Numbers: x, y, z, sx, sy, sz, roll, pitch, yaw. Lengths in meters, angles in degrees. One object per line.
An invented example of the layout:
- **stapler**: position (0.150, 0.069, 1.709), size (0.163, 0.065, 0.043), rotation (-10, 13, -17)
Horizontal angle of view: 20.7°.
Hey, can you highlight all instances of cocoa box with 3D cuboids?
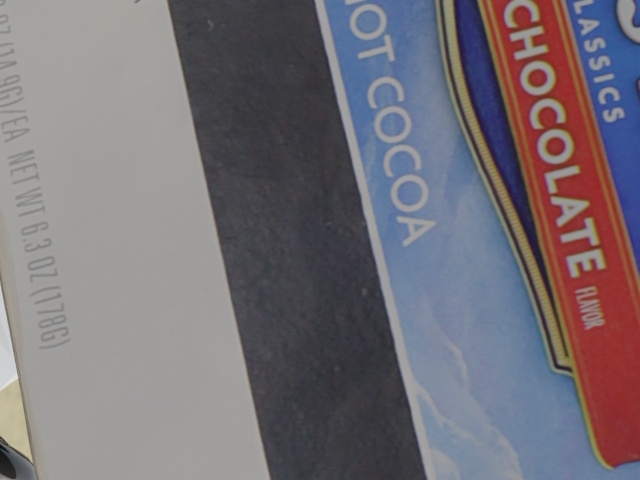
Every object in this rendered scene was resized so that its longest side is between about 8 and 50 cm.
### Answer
- **cocoa box**: position (0.032, -0.059, 0.542), size (0.231, 0.228, 0.347), rotation (46, 30, -74)

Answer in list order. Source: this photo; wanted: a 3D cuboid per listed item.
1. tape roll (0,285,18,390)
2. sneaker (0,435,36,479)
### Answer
- **tape roll**: position (-0.329, 0.062, 1.237), size (0.286, 0.286, 0.100), rotation (-68, 141, -67)
- **sneaker**: position (-0.185, 0.157, 0.616), size (0.185, 0.202, 0.483), rotation (19, 41, -51)
